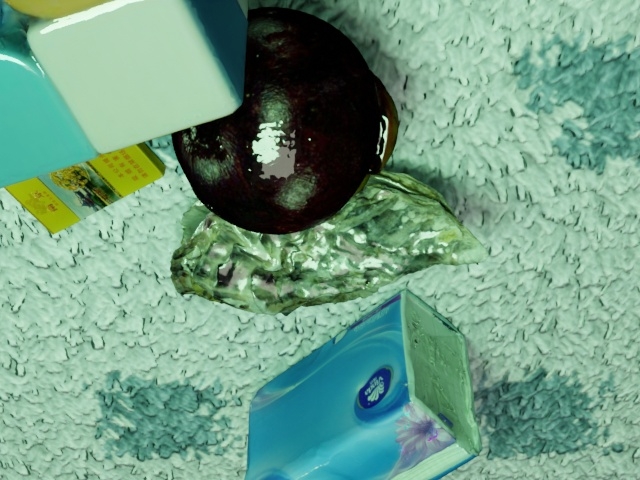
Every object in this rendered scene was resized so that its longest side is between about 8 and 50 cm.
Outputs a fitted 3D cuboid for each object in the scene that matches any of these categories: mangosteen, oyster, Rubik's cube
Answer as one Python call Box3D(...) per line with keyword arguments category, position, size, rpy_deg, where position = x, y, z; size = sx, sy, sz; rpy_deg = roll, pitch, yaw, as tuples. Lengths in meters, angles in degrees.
Box3D(category="mangosteen", position=(-0.021, -0.109, 1.080), size=(0.250, 0.211, 0.211), rpy_deg=(4, 140, -48))
Box3D(category="oyster", position=(0.006, 0.001, 1.209), size=(0.351, 0.158, 0.162), rpy_deg=(-2, 168, 17))
Box3D(category="Rubik's cube", position=(-0.264, -0.267, 0.818), size=(0.344, 0.347, 0.346), rpy_deg=(-17, 131, 12))

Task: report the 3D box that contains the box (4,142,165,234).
Box3D(category="box", position=(-0.253, -0.069, 1.210), size=(0.155, 0.023, 0.087), rpy_deg=(-25, 131, 20))

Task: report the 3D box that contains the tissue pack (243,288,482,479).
Box3D(category="tissue pack", position=(0.045, 0.212, 1.354), size=(0.263, 0.198, 0.146), rpy_deg=(-35, 121, 26))
